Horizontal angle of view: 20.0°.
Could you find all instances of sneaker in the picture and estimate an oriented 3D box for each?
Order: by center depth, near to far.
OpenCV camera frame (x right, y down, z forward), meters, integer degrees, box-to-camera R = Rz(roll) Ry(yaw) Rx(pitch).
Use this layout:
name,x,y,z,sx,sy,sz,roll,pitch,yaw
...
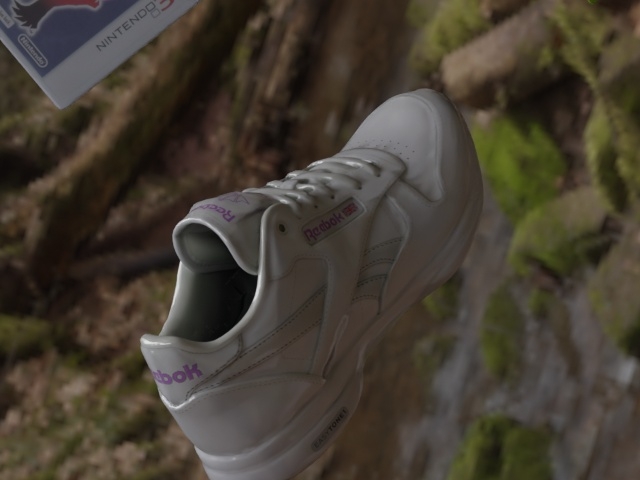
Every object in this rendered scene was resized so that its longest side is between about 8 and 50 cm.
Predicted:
name,x,y,z,sx,sy,sz,roll,pitch,yaw
sneaker,0.000,0.000,1.109,0.114,0.152,0.305,-2,45,42

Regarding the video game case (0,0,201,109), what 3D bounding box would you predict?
name,x,y,z,sx,sy,sz,roll,pitch,yaw
video game case,-0.161,-0.216,1.180,0.183,0.201,0.023,-39,21,0

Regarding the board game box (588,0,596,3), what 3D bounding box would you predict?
name,x,y,z,sx,sy,sz,roll,pitch,yaw
board game box,0.187,-0.273,1.372,0.092,0.181,0.043,-40,35,10
